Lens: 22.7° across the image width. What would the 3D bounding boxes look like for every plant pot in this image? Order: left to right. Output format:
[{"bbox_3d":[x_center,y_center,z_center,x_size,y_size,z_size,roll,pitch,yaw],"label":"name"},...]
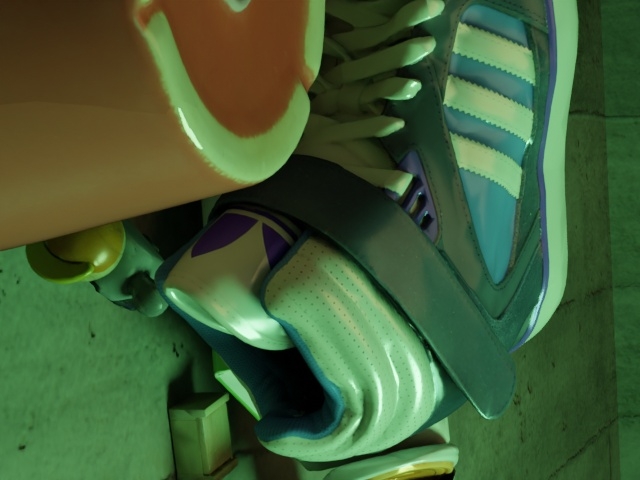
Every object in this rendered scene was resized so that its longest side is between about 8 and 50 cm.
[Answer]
[{"bbox_3d":[-0.142,-0.114,0.686,0.275,0.243,0.275,-2,90,-70],"label":"plant pot"}]

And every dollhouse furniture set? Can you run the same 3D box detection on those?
[{"bbox_3d":[-0.062,0.212,1.063,0.161,0.101,0.182,-33,119,-66],"label":"dollhouse furniture set"}]

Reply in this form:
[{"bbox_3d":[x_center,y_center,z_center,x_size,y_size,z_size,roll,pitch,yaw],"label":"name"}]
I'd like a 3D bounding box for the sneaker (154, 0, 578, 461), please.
[{"bbox_3d":[0.015,-0.052,0.776,0.236,0.130,0.323,-27,115,-45],"label":"sneaker"}]

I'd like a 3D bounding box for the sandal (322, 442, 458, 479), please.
[{"bbox_3d":[0.041,0.218,1.185,0.265,0.102,0.076,120,-43,-62],"label":"sandal"}]

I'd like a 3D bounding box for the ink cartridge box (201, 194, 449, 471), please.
[{"bbox_3d":[0.000,0.000,1.147,0.198,0.115,0.273,54,26,-57],"label":"ink cartridge box"}]

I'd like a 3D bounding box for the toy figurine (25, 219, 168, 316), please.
[{"bbox_3d":[-0.060,-0.057,0.940,0.148,0.213,0.209,46,50,-73],"label":"toy figurine"}]
